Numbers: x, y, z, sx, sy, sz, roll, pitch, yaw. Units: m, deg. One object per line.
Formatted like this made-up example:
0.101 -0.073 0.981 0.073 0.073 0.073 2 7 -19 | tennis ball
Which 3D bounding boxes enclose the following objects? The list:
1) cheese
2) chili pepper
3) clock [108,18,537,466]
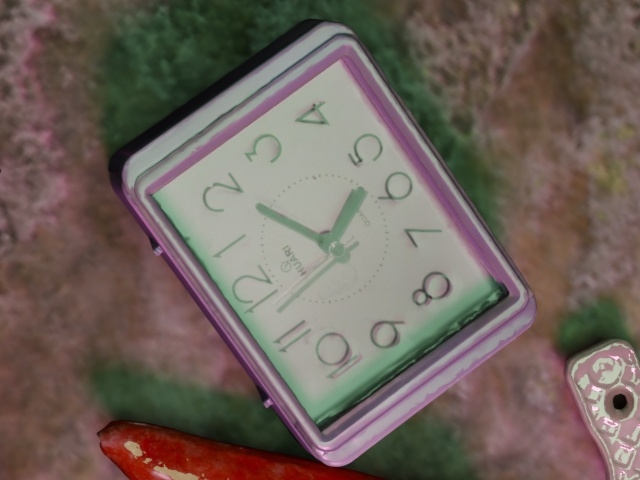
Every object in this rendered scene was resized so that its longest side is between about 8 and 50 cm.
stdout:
0.193 0.174 1.079 0.127 0.050 0.255 -26 97 -6 | cheese
0.012 0.148 1.034 0.272 0.063 0.071 18 112 -4 | chili pepper
-0.001 0.001 1.018 0.145 0.073 0.193 -37 100 -6 | clock
